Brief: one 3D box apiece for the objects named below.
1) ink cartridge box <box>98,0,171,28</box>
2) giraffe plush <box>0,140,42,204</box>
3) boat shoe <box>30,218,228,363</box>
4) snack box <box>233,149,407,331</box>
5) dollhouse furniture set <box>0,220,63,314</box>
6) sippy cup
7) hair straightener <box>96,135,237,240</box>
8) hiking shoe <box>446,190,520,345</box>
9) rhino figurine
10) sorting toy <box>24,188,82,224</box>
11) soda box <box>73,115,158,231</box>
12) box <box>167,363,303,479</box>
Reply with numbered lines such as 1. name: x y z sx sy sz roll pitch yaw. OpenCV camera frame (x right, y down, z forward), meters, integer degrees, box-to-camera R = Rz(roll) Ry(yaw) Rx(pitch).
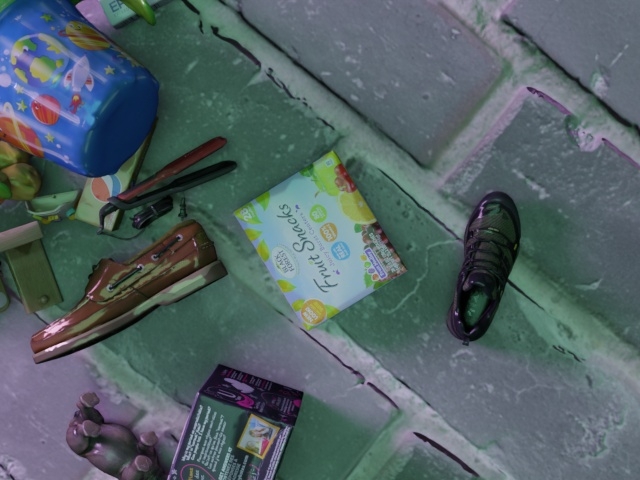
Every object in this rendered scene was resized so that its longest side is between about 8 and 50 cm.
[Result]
1. ink cartridge box: -0.253 -0.456 1.687 0.223 0.045 0.224 -27 92 3
2. giraffe plush: -0.533 -0.073 1.667 0.170 0.210 0.181 -51 59 27
3. boat shoe: -0.293 0.074 1.699 0.307 0.111 0.104 -27 89 -7
4. snack box: 0.000 0.000 1.699 0.175 0.070 0.207 -31 92 3
5. dollhouse furniture set: -0.435 0.051 1.646 0.144 0.151 0.123 -21 94 -26
6. sippy cup: -0.351 -0.204 1.585 0.224 0.240 0.305 31 108 14
7. hair straightener: -0.219 -0.059 1.684 0.230 0.047 0.089 -33 116 -16
8. hiking shoe: 0.243 0.042 1.674 0.086 0.114 0.226 12 94 0
9. rhino figurine: -0.272 0.326 1.716 0.243 0.106 0.073 36 52 -2
10. sorting toy: -0.394 -0.047 1.701 0.083 0.075 0.044 -9 93 2
11. soda box: -0.298 -0.108 1.704 0.061 0.058 0.181 21 95 0
12. box: -0.120 0.285 1.630 0.142 0.247 0.163 19 94 2
